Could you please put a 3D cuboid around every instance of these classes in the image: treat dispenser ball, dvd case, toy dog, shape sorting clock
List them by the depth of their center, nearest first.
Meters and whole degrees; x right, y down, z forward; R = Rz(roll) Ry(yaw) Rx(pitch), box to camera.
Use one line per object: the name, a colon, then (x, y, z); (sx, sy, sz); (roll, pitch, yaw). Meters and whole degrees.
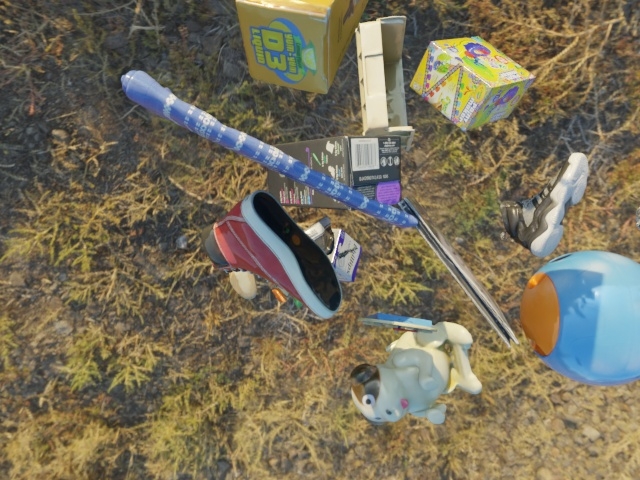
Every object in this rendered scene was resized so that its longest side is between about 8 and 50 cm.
dvd case: (0.185, 0.029, 0.597); (0.018, 0.164, 0.221); (-37, 86, 16)
treat dispenser ball: (0.592, 0.165, 0.941); (0.288, 0.288, 0.288); (-4, 118, -8)
shape sorting clock: (0.201, 0.225, 1.141); (0.206, 0.206, 0.040); (13, 74, -16)
toy dog: (0.294, 0.466, 1.517); (0.408, 0.395, 0.284); (-26, 118, -28)

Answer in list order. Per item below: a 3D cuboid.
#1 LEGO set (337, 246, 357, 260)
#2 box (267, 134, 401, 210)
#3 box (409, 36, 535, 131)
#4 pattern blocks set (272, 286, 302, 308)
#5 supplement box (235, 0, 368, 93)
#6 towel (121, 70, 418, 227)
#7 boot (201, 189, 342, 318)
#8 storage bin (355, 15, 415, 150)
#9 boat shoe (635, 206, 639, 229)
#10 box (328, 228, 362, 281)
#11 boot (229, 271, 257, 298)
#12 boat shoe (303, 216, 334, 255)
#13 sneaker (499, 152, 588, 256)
LEGO set: (0.073, 0.034, 1.259); (0.054, 0.083, 0.023); (-26, 96, 28)
box: (0.023, -0.147, 0.941); (0.165, 0.270, 0.143); (-11, 102, -40)
box: (0.534, -0.560, 1.530); (0.290, 0.279, 0.177); (-24, 153, -35)
pattern blocks set: (-0.146, 0.065, 1.272); (0.026, 0.325, 0.285); (-28, 136, -22)
supplement box: (0.007, -0.241, 0.383); (0.080, 0.233, 0.078); (13, 152, 8)
towel: (-0.063, -0.112, 0.547); (0.336, 0.243, 0.040); (24, 96, -18)
boot: (-0.088, 0.050, 0.741); (0.176, 0.088, 0.244); (-30, 104, 36)
storage bin: (0.162, -0.376, 1.094); (0.123, 0.260, 0.262); (-4, 90, 8)
boat shoe: (0.829, -0.049, 1.082); (0.066, 0.184, 0.063); (45, 101, 8)
box: (0.058, 0.048, 1.352); (0.072, 0.126, 0.137); (0, 154, 37)
boot: (-0.322, 0.074, 1.781); (0.104, 0.211, 0.295); (-19, 109, 10)
boat shoe: (0.000, 0.000, 0.941); (0.080, 0.228, 0.076); (-31, 93, 4)
sneaker: (0.552, -0.102, 1.096); (0.101, 0.153, 0.268); (16, 98, -40)
